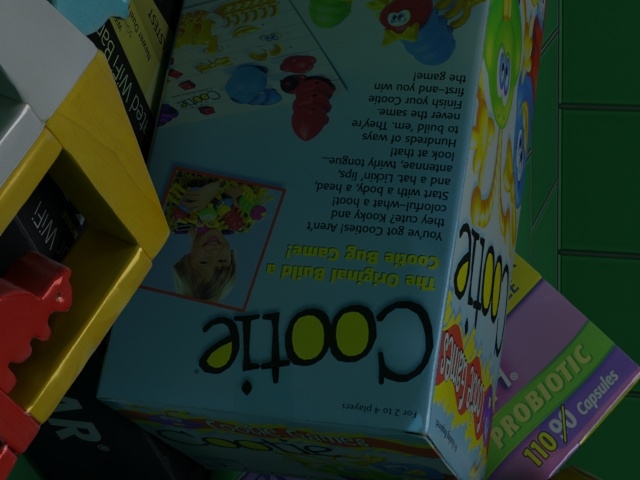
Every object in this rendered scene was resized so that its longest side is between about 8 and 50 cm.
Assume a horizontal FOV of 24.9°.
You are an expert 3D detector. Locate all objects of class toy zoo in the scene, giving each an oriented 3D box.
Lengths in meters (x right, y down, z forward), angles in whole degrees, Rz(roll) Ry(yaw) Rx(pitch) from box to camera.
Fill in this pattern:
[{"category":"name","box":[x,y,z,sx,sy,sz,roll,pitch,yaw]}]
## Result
[{"category":"toy zoo","box":[-0.145,0.026,0.459,0.293,0.030,0.192,-57,150,-19]}]

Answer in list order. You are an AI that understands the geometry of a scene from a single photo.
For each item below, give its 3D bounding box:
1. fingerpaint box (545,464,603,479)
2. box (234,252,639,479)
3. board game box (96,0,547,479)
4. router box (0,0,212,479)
[{"category":"fingerpaint box","box":[0.073,0.391,0.659,0.163,0.371,0.444,20,-46,66]},{"category":"box","box":[0.045,0.130,0.841,0.213,0.117,0.243,-45,172,-14]},{"category":"board game box","box":[0.014,-0.035,0.670,0.142,0.144,0.275,55,43,-64]},{"category":"router box","box":[-0.100,-0.048,0.681,0.308,0.081,0.242,72,28,-50]}]
